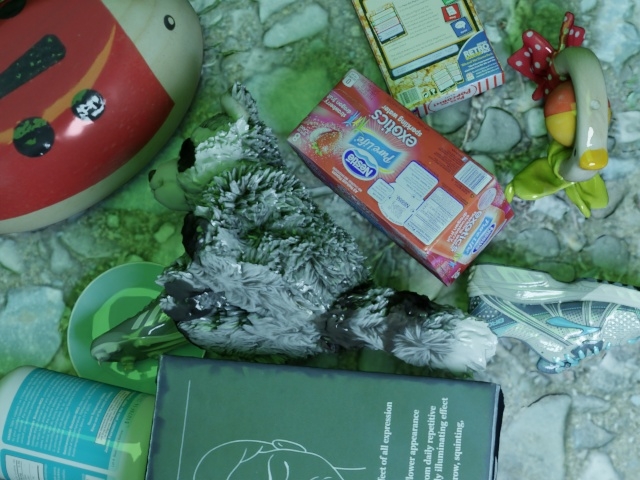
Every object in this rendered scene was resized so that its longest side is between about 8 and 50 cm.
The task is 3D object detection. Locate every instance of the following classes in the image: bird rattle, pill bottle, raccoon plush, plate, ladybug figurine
[{"bbox_3d":[0.312,-0.158,1.755,0.143,0.207,0.253,7,86,-8],"label":"bird rattle"},{"bbox_3d":[-0.316,0.238,1.770,0.264,0.146,0.146,13,79,11],"label":"pill bottle"},{"bbox_3d":[0.000,0.000,1.740,0.447,0.216,0.299,21,51,-6],"label":"raccoon plush"},{"bbox_3d":[-0.233,0.120,1.850,0.188,0.024,0.188,-2,77,9],"label":"plate"},{"bbox_3d":[-0.360,-0.193,1.874,0.449,0.162,0.305,-41,74,-3],"label":"ladybug figurine"}]

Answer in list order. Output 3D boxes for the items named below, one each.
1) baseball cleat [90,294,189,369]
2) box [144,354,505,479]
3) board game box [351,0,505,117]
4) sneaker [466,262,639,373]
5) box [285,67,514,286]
[{"bbox_3d":[-0.194,0.090,1.812,0.206,0.072,0.109,-14,63,-2],"label":"baseball cleat"},{"bbox_3d":[0.005,0.304,1.672,0.396,0.212,0.293,5,77,9],"label":"box"},{"bbox_3d":[0.137,-0.268,1.879,0.147,0.045,0.193,-21,74,3],"label":"board game box"},{"bbox_3d":[0.314,0.105,1.744,0.283,0.110,0.122,9,89,18],"label":"sneaker"},{"bbox_3d":[0.098,-0.079,1.774,0.128,0.122,0.257,-47,61,-4],"label":"box"}]
